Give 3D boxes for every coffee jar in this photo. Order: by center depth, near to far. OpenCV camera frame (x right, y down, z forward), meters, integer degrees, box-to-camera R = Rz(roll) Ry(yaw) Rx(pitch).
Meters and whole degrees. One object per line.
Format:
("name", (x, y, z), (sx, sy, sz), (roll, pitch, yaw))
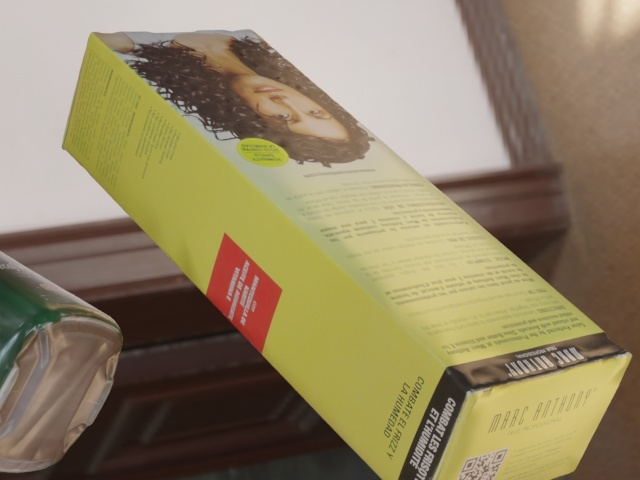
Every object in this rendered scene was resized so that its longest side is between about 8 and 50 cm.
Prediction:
("coffee jar", (-0.182, 0.023, 0.667), (0.184, 0.096, 0.079), (28, 91, 20))

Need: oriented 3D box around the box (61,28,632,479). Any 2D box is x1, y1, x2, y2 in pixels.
("box", (0.000, 0.000, 0.577), (0.232, 0.087, 0.058), (43, 126, 34))
